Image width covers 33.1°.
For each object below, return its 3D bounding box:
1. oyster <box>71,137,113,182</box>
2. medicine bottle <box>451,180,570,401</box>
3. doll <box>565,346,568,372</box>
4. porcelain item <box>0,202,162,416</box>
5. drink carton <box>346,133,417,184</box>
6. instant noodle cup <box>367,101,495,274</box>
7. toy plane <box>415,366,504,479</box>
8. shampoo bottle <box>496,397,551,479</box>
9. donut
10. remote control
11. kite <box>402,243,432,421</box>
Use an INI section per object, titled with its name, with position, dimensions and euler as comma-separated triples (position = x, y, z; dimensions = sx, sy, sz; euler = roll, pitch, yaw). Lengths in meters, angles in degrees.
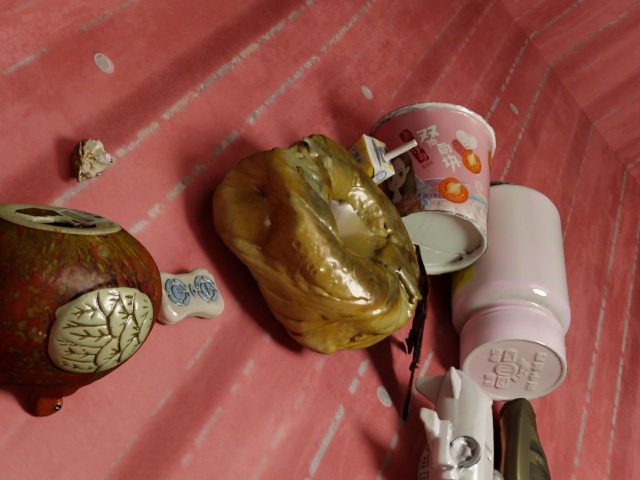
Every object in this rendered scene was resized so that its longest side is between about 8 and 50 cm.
[oyster]
position = -0.308, -0.107, 1.419
dimensions = 0.093, 0.034, 0.051
euler = -42, 113, -70
[medicine bottle]
position = 0.346, 0.089, 1.969
dimensions = 0.213, 0.213, 0.379
euler = 38, 38, -28
[doll]
position = 0.428, 0.233, 2.085
dimensions = 0.179, 0.102, 0.089
euler = 19, 8, -44
[porcelain item]
position = -0.292, 0.084, 1.130
dimensions = 0.253, 0.253, 0.253
euler = 35, 37, -31
[drink carton]
position = 0.067, -0.120, 1.791
dimensions = 0.074, 0.200, 0.084
euler = 18, 47, -44
[instant noodle cup]
position = 0.198, -0.087, 1.928
dimensions = 0.243, 0.243, 0.231
euler = 33, 44, -34
[toy plane]
position = 0.206, 0.320, 1.636
dimensions = 0.267, 0.122, 0.267
euler = -10, 90, -71
[shampoo bottle]
position = 0.342, 0.422, 1.782
dimensions = 0.125, 0.084, 0.350
euler = 45, 31, -34
[donut]
position = 0.000, 0.000, 1.623
dimensions = 0.360, 0.170, 0.360
euler = 40, 31, -31
[remote control]
position = -0.179, 0.073, 1.429
dimensions = 0.122, 0.032, 0.074
euler = -5, 65, -57
[kite]
position = 0.153, 0.116, 1.715
dimensions = 0.016, 0.234, 0.321
euler = 6, 61, -1
